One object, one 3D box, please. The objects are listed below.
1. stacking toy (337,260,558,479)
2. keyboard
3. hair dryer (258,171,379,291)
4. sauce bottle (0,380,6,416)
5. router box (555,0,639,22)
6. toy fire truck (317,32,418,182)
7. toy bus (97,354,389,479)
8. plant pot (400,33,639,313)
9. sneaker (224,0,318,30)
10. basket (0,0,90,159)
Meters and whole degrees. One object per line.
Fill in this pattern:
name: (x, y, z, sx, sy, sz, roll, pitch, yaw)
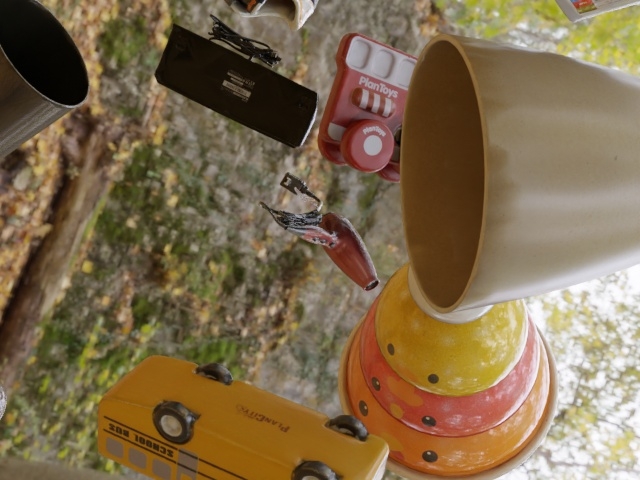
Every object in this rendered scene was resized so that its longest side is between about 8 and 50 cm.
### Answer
stacking toy: (0.175, 0.123, 1.163, 0.479, 0.351, 0.350, 75, 18, -58)
keyboard: (-0.089, -0.190, 0.958, 0.100, 0.192, 0.038, -63, -177, 20)
hair dryer: (0.000, 0.000, 1.658, 0.080, 0.294, 0.223, -48, -172, 28)
sauce bottle: (-0.555, 0.256, 1.309, 0.344, 0.112, 0.111, -32, -137, 61)
router box: (0.307, -0.345, 0.691, 0.336, 0.301, 0.082, -7, -119, 40)
toy fire truck: (0.148, -0.246, 1.621, 0.169, 0.302, 0.253, 29, -77, 67)
toy bus: (-0.095, 0.244, 0.968, 0.108, 0.333, 0.130, -43, 147, -57)
plant pot: (0.240, -0.066, 0.785, 0.256, 0.274, 0.256, 178, -90, -80)
sneaker: (-0.148, -0.495, 1.497, 0.126, 0.321, 0.127, -16, -126, 69)
basket: (-0.432, -0.181, 1.054, 0.227, 0.154, 0.204, -34, -132, 19)
